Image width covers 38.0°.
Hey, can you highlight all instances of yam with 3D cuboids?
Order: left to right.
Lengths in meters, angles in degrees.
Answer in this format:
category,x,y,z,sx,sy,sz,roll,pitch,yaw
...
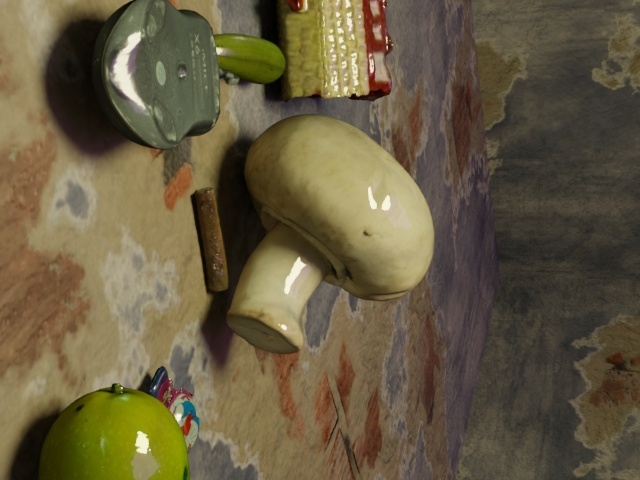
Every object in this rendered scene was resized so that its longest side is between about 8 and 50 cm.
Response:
category,x,y,z,sx,sy,sz,roll,pitch,yaw
yam,-0.148,-0.001,1.268,0.032,0.032,0.145,-49,137,-61

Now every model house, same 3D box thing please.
category,x,y,z,sx,sy,sz,roll,pitch,yaw
model house,0.004,-0.321,1.501,0.254,0.160,0.196,-21,110,-67

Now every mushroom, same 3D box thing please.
category,x,y,z,sx,sy,sz,roll,pitch,yaw
mushroom,0.024,-0.027,1.326,0.356,0.315,0.315,-85,165,-57

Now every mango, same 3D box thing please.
category,x,y,z,sx,sy,sz,roll,pitch,yaw
mango,-0.209,0.287,0.958,0.175,0.143,0.293,-38,135,-63

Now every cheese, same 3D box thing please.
category,x,y,z,sx,sy,sz,roll,pitch,yaw
cheese,-0.184,0.218,1.160,0.095,0.038,0.145,-70,153,-44

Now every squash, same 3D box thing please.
category,x,y,z,sx,sy,sz,roll,pitch,yaw
squash,-0.113,-0.259,1.317,0.201,0.066,0.066,-9,99,-63

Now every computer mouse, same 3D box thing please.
category,x,y,z,sx,sy,sz,roll,pitch,yaw
computer mouse,-0.180,-0.192,1.097,0.379,0.090,0.167,-26,115,-74
